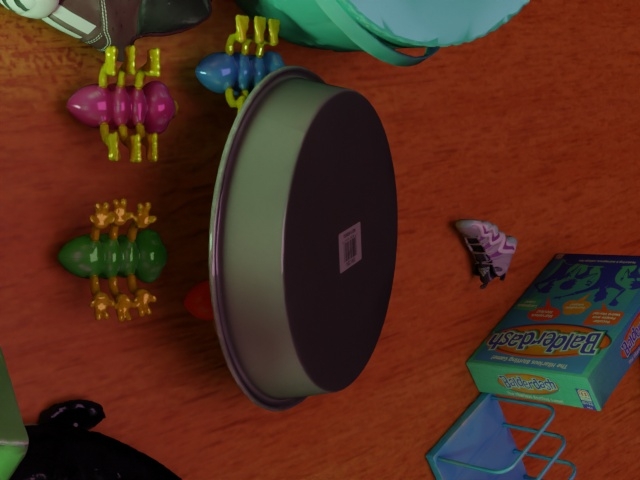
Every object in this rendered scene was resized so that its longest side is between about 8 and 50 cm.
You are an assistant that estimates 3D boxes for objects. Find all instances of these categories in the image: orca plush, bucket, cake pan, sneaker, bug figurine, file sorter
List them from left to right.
[{"bbox_3d":[-0.156,0.221,0.748,0.287,0.102,0.151,48,62,-32],"label":"orca plush"},{"bbox_3d":[-0.129,-0.268,0.772,0.162,0.106,0.281,33,79,-43],"label":"sneaker"},{"bbox_3d":[-0.106,-0.046,0.805,0.216,0.072,0.279,2,93,-38],"label":"bug figurine"},{"bbox_3d":[0.000,0.000,0.836,0.293,0.054,0.293,4,90,-67],"label":"cake pan"},{"bbox_3d":[0.053,-0.282,0.818,0.281,0.183,0.281,-6,105,-24],"label":"bucket"},{"bbox_3d":[0.179,0.018,1.081,0.098,0.038,0.069,22,76,-39],"label":"sneaker"},{"bbox_3d":[0.215,0.271,1.078,0.118,0.104,0.170,-39,116,-33],"label":"file sorter"}]

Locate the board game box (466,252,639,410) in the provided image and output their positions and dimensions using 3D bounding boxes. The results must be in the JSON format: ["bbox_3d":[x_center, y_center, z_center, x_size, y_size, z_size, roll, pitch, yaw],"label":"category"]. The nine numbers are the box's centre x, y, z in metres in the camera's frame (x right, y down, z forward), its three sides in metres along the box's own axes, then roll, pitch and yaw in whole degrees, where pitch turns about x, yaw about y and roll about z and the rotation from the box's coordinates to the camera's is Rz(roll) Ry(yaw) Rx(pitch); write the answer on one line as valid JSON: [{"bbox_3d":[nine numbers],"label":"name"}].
[{"bbox_3d":[0.285,0.093,1.097,0.210,0.160,0.047,-44,118,-32],"label":"board game box"}]

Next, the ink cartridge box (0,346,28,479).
[{"bbox_3d":[-0.336,0.123,0.509,0.289,0.121,0.211,16,120,-41],"label":"ink cartridge box"}]
